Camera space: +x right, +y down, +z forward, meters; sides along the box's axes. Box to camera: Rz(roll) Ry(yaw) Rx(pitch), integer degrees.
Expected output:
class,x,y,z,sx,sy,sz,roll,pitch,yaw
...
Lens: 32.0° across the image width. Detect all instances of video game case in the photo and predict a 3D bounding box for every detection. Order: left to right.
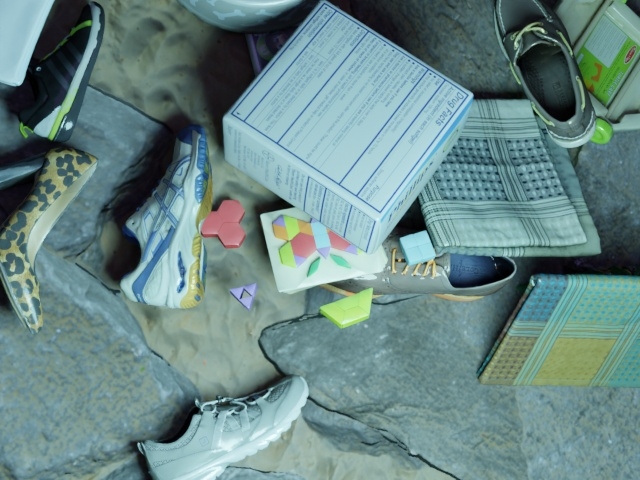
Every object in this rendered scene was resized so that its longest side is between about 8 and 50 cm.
class,x,y,z,sx,sy,sz,roll,pitch,yaw
video game case,-0.027,-0.286,1.847,0.173,0.022,0.191,-12,86,-22

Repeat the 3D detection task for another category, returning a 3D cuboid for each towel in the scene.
class,x,y,z,sx,sy,sz,roll,pitch,yaw
towel,0.294,-0.112,1.858,0.324,0.056,0.312,1,55,-24
towel,0.470,0.151,1.858,0.370,0.271,0.040,3,44,-19

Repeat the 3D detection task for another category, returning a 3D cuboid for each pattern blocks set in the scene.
class,x,y,z,sx,sy,sz,roll,pitch,yaw
pattern blocks set,0.000,0.000,1.736,0.324,0.026,0.285,-26,71,-13

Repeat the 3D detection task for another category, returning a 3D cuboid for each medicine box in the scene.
class,x,y,z,sx,sy,sz,roll,pitch,yaw
medicine box,0.039,-0.173,1.714,0.289,0.149,0.263,34,69,9

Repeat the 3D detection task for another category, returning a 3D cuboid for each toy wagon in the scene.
class,x,y,z,sx,sy,sz,roll,pitch,yaw
toy wagon,0.546,-0.301,2.045,0.344,0.068,0.267,40,70,-11

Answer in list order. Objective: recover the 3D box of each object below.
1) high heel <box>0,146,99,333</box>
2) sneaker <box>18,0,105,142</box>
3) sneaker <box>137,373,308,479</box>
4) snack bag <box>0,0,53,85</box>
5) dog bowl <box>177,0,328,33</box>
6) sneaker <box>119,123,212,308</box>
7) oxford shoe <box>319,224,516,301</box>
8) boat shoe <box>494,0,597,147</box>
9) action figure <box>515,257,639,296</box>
class,x,y,z,sx,sy,sz,roll,pitch,yaw
high heel,-0.384,-0.008,1.622,0.186,0.093,0.261,-16,79,-16
sneaker,-0.391,-0.260,1.670,0.097,0.084,0.235,18,75,-15
sneaker,-0.141,0.273,1.667,0.281,0.105,0.115,-33,94,-22
snack bag,-0.544,-0.413,1.641,0.342,0.037,0.323,21,73,-9
dog bowl,-0.105,-0.510,1.767,0.348,0.102,0.349,0,88,-8
sneaker,-0.234,-0.045,1.682,0.130,0.112,0.297,1,65,5
oxford shoe,0.142,0.027,1.800,0.363,0.132,0.130,3,81,-20
boat shoe,0.378,-0.315,1.918,0.116,0.096,0.325,-24,69,14
action figure,0.471,0.071,1.937,0.232,0.137,0.064,-8,112,-31
